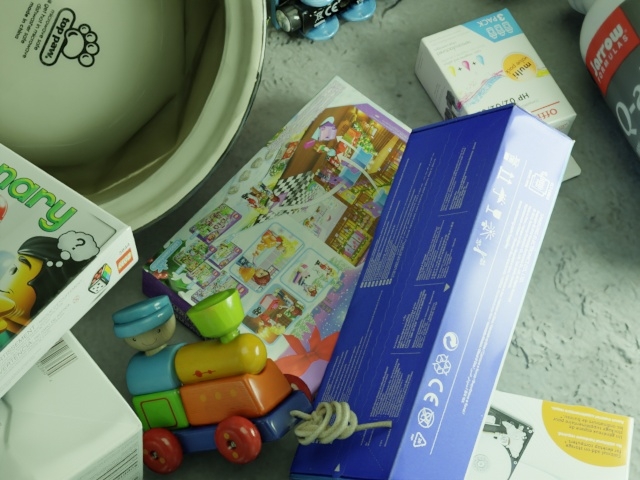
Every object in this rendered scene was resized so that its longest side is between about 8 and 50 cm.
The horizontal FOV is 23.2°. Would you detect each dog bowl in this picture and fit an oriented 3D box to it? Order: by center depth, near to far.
[{"bbox_3d":[-0.252,-0.197,1.422,0.408,0.150,0.408,0,96,-2],"label":"dog bowl"}]

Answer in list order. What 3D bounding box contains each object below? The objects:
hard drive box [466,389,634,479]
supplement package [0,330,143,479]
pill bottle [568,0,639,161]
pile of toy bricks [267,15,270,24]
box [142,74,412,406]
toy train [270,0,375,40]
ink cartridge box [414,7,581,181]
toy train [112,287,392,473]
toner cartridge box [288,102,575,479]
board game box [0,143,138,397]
[{"bbox_3d":[0.166,0.256,1.346,0.181,0.089,0.232,10,61,1],"label":"hard drive box"},{"bbox_3d":[-0.259,0.161,1.289,0.149,0.203,0.194,-33,70,-21],"label":"supplement package"},{"bbox_3d":[0.383,-0.169,1.530,0.210,0.210,0.363,-18,64,-15],"label":"pill bottle"},{"bbox_3d":[-0.119,-0.225,1.572,0.118,0.105,0.212,17,89,-24],"label":"pile of toy bricks"},{"bbox_3d":[0.000,0.000,1.485,0.201,0.057,0.293,37,64,14],"label":"box"},{"bbox_3d":[0.018,-0.283,1.633,0.184,0.080,0.105,-32,60,-18],"label":"toy train"},{"bbox_3d":[0.184,-0.136,1.575,0.104,0.061,0.181,-22,66,-16],"label":"ink cartridge box"},{"bbox_3d":[-0.062,0.104,1.308,0.105,0.248,0.143,-36,109,-53],"label":"toy train"},{"bbox_3d":[0.096,0.060,1.351,0.075,0.165,0.348,28,72,-24],"label":"toner cartridge box"},{"bbox_3d":[-0.323,-0.008,1.236,0.305,0.053,0.193,31,60,21],"label":"board game box"}]
